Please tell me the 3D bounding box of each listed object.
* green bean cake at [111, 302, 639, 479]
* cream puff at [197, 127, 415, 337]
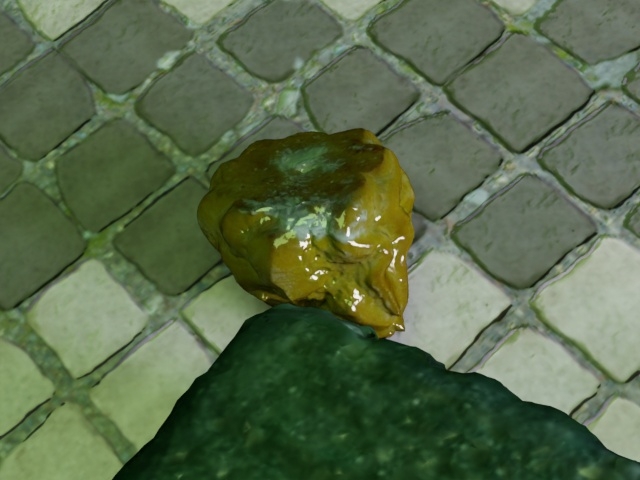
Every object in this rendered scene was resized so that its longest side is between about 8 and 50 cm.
[{"bbox_3d":[0.015,0.218,0.745,0.300,0.169,0.308,25,63,34],"label":"green bean cake"},{"bbox_3d":[0.000,0.000,0.939,0.146,0.116,0.146,-13,28,7],"label":"cream puff"}]
